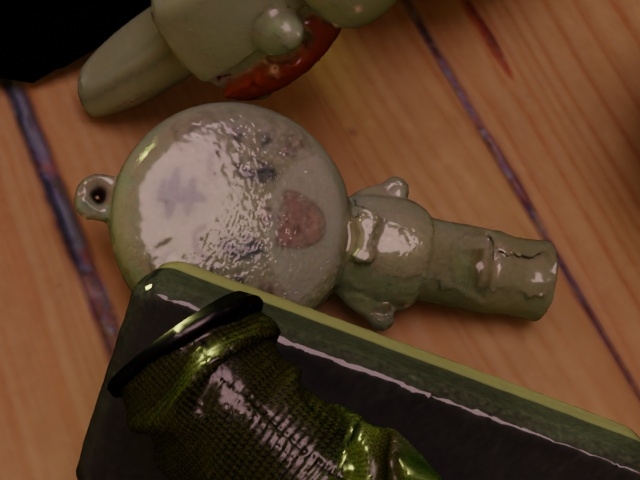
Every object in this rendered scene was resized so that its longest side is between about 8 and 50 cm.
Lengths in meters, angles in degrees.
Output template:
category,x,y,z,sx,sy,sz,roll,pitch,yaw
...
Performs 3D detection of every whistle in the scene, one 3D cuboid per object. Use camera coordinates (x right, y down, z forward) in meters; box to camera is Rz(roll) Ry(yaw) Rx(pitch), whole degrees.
category,x,y,z,sx,sy,sz,roll,pitch,yaw
whistle,-0.031,-0.133,0.580,0.105,0.253,0.101,55,27,-17
whistle,0.000,0.000,0.590,0.258,0.067,0.126,10,76,-11

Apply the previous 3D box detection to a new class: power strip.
category,x,y,z,sx,sy,sz,roll,pitch,yaw
power strip,0.026,0.101,0.512,0.257,0.070,0.105,21,101,1

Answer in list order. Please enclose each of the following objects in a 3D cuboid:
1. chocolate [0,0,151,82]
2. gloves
category,x,y,z,sx,sy,sz,roll,pitch,yaw
chocolate,-0.184,-0.233,0.631,0.206,0.224,0.177,6,32,-35
gloves,0.022,0.138,0.436,0.268,0.135,0.107,45,40,-6
